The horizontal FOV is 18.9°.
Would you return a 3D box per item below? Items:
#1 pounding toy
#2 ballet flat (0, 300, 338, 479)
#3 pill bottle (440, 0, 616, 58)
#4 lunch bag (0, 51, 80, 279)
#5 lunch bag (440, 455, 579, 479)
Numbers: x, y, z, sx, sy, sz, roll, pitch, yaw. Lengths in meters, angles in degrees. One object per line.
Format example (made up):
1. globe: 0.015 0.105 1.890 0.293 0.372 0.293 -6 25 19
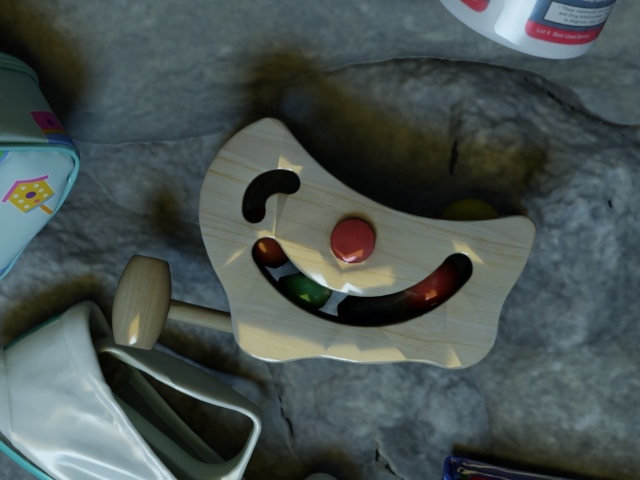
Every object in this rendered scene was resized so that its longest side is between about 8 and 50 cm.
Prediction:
1. pounding toy: 0.000 0.000 1.270 0.269 0.155 0.154 2 91 0
2. ballet flat: -0.061 0.190 1.367 0.400 0.139 0.139 40 119 -10
3. pill bottle: 0.144 -0.205 1.101 0.108 0.108 0.180 24 121 -2
4. lunch bag: -0.305 -0.020 1.236 0.279 0.224 0.108 -45 58 31
5. lunch bag: 0.221 0.288 1.369 0.293 0.138 0.221 4 120 -4
